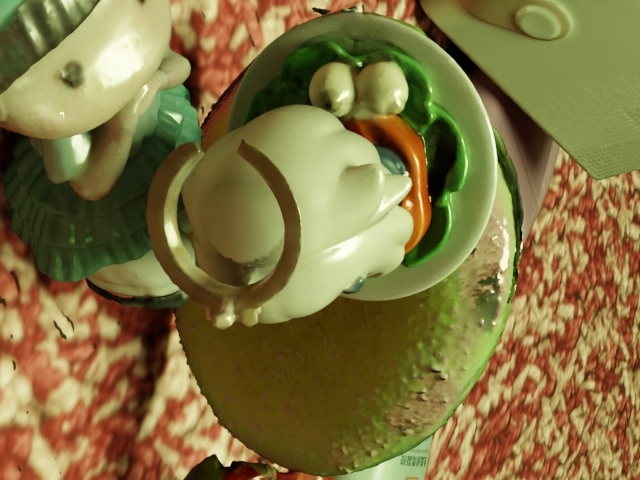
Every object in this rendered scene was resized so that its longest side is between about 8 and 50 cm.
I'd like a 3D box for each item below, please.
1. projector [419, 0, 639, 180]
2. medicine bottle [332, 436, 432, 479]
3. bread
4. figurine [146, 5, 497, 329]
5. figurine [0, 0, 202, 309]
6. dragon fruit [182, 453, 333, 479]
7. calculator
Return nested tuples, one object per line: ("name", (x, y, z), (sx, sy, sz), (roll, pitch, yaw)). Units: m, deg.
("projector", (0.198, -0.170, 1.232), (0.242, 0.177, 0.163), (41, 54, -27))
("medicine bottle", (0.038, 0.142, 1.192), (0.090, 0.053, 0.209), (19, 80, -66))
("bread", (0.000, 0.000, 0.890), (0.033, 0.228, 0.229), (9, 89, -43))
("figurine", (-0.011, -0.021, 0.749), (0.153, 0.132, 0.132), (-32, 125, -62))
("figurine", (-0.103, -0.075, 0.763), (0.245, 0.110, 0.138), (70, 34, -55))
("dragon fruit", (-0.023, 0.256, 0.884), (0.231, 0.237, 0.303), (78, 10, -56))
("calculator", (0.153, -0.134, 1.380), (0.194, 0.043, 0.294), (62, 40, -51))
